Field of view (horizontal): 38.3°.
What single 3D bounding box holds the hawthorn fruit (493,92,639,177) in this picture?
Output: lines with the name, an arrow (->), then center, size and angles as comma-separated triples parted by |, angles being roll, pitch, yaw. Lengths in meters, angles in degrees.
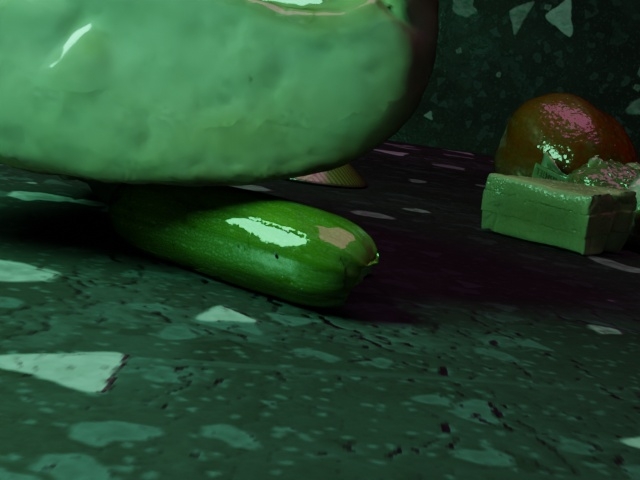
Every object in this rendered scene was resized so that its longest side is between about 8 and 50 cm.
hawthorn fruit -> 0.378, -0.106, 1.345 | 0.199, 0.199, 0.251 | 2, 25, -32

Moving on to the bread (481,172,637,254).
bread -> 0.285, -0.036, 1.112 | 0.152, 0.077, 0.105 | 21, 19, 40

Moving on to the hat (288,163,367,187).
hat -> -0.014, -0.137, 1.450 | 0.193, 0.082, 0.193 | 9, 8, -1

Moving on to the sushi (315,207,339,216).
sushi -> 0.000, 0.000, 0.753 | 0.099, 0.050, 0.047 | 21, 5, 10

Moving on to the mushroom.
mushroom -> -0.113, -0.156, 0.738 | 0.397, 0.224, 0.313 | 12, 7, 1

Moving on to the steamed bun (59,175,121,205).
steamed bun -> -0.183, -0.108, 0.939 | 0.218, 0.144, 0.211 | 9, 51, -7

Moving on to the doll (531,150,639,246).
doll -> 0.375, -0.050, 1.197 | 0.221, 0.105, 0.115 | 13, -26, 28

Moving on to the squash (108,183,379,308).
squash -> -0.061, -0.004, 0.662 | 0.239, 0.069, 0.069 | 15, 12, 34
